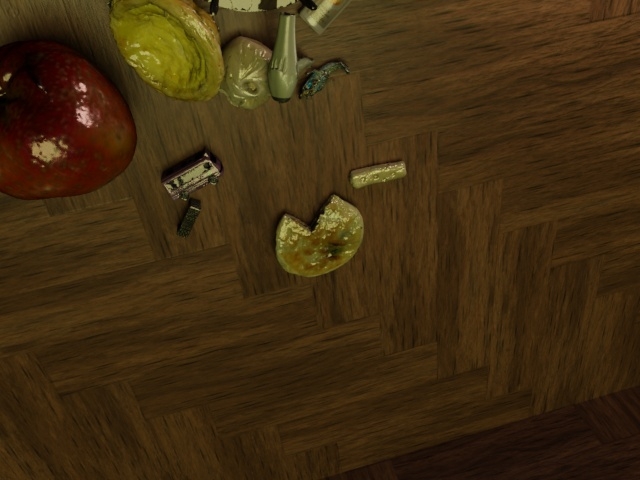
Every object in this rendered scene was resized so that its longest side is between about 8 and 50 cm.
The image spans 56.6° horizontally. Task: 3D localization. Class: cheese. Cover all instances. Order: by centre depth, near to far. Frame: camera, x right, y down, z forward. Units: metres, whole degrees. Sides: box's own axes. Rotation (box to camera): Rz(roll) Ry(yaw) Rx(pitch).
[{"bbox_3d":[0.190,-0.220,1.969,0.193,0.043,0.065,-13,122,-5],"label":"cheese"}]

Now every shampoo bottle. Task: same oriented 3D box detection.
[{"bbox_3d":[0.046,-0.668,1.599,0.227,0.056,0.086,-43,121,15],"label":"shampoo bottle"}]

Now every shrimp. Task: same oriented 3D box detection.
[{"bbox_3d":[0.001,-0.469,1.735,0.174,0.076,0.082,-32,168,2],"label":"shrimp"}]

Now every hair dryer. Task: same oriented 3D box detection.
[{"bbox_3d":[-0.071,-0.507,1.573,0.088,0.225,0.219,19,141,17],"label":"hair dryer"}]

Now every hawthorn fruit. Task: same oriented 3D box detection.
[{"bbox_3d":[-0.648,-0.288,1.483,0.402,0.403,0.403,-8,126,-11],"label":"hawthorn fruit"}]

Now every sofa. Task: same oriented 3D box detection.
[{"bbox_3d":[-0.416,-0.071,1.879,0.039,0.060,0.118,21,117,-21],"label":"sofa"}]

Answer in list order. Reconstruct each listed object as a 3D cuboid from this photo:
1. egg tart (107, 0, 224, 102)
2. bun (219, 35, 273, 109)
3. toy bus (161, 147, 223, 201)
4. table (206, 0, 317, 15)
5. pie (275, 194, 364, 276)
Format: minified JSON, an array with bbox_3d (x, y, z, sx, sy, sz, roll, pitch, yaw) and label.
[{"bbox_3d":[-0.372,-0.506,1.495,0.345,0.133,0.345,20,148,13],"label":"egg tart"},{"bbox_3d":[-0.203,-0.449,1.636,0.178,0.128,0.193,26,115,-32],"label":"bun"},{"bbox_3d":[-0.384,-0.197,1.783,0.178,0.087,0.098,-27,121,6],"label":"toy bus"},{"bbox_3d":[-0.137,-0.654,1.432,0.317,0.249,0.318,-8,126,-11],"label":"table"},{"bbox_3d":[0.000,0.000,2.045,0.337,0.075,0.338,-8,127,-12],"label":"pie"}]
